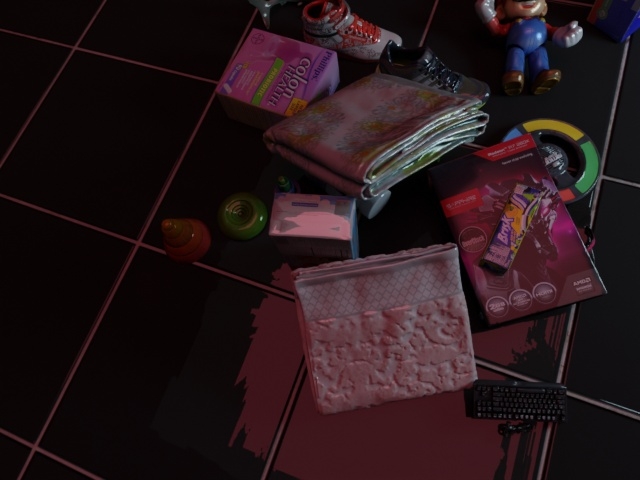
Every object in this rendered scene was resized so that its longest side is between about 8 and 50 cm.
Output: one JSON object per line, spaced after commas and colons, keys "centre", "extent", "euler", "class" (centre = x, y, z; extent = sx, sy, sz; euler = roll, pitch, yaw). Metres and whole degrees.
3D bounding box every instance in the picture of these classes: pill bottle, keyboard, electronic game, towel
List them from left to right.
{"centre": [0.065, -0.139, 1.009], "extent": [0.193, 0.108, 0.108], "euler": [40, 80, 17], "class": "pill bottle"}
{"centre": [0.097, -0.234, 0.886], "extent": [0.321, 0.090, 0.374], "euler": [-30, 39, -20], "class": "towel"}
{"centre": [0.128, 0.180, 0.843], "extent": [0.332, 0.053, 0.316], "euler": [-11, 105, 3], "class": "towel"}
{"centre": [0.388, 0.331, 0.840], "extent": [0.180, 0.023, 0.108], "euler": [2, 89, 2], "class": "keyboard"}
{"centre": [0.526, -0.184, 1.000], "extent": [0.230, 0.048, 0.229], "euler": [-2, 71, 6], "class": "electronic game"}

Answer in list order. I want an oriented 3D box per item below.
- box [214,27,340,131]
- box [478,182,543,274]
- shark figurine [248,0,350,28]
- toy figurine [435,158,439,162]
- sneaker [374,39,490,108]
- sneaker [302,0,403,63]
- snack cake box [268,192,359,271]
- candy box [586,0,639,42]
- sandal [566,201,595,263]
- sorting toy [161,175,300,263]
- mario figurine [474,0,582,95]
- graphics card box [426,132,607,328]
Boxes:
{"centre": [-0.106, -0.399, 1.113], "extent": [0.243, 0.117, 0.213], "euler": [23, 76, 13], "class": "box"}
{"centre": [0.371, -0.023, 0.842], "extent": [0.054, 0.059, 0.168], "euler": [25, 84, 19], "class": "box"}
{"centre": [-0.053, -0.708, 1.216], "extent": [0.279, 0.116, 0.166], "euler": [2, 70, 5], "class": "shark figurine"}
{"centre": [0.190, -0.247, 1.040], "extent": [0.160, 0.130, 0.173], "euler": [-12, 48, 12], "class": "toy figurine"}
{"centre": [0.272, -0.403, 1.066], "extent": [0.300, 0.121, 0.111], "euler": [22, 76, 13], "class": "sneaker"}
{"centre": [0.083, -0.553, 1.127], "extent": [0.270, 0.145, 0.090], "euler": [8, 73, 9], "class": "sneaker"}
{"centre": [0.000, 0.000, 0.886], "extent": [0.152, 0.264, 0.089], "euler": [3, 70, 8], "class": "snack cake box"}
{"centre": [0.832, -0.683, 1.016], "extent": [0.317, 0.268, 0.122], "euler": [-39, 68, -7], "class": "candy box"}
{"centre": [0.564, -0.008, 0.940], "extent": [0.067, 0.040, 0.179], "euler": [7, 72, 9], "class": "sandal"}
{"centre": [-0.222, -0.068, 1.011], "extent": [0.366, 0.126, 0.127], "euler": [-23, 70, -1], "class": "sorting toy"}
{"centre": [0.502, -0.533, 1.053], "extent": [0.198, 0.170, 0.320], "euler": [5, 77, -28], "class": "mario figurine"}
{"centre": [0.396, -0.021, 0.917], "extent": [0.233, 0.094, 0.370], "euler": [-18, 73, 10], "class": "graphics card box"}
